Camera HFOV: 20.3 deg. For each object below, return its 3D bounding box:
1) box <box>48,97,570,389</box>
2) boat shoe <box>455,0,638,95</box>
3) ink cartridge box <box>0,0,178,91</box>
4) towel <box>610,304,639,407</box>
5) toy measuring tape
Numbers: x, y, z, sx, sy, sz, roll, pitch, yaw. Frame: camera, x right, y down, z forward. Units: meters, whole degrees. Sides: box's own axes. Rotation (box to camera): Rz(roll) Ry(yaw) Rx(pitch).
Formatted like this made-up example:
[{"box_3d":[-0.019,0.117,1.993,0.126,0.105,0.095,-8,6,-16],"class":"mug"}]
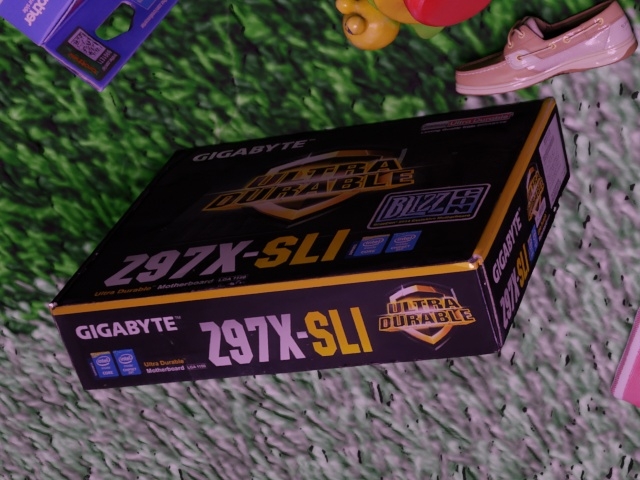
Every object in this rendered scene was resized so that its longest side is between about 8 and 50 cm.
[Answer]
[{"box_3d":[0.000,0.000,1.297,0.322,0.257,0.079,-6,118,23],"class":"box"},{"box_3d":[0.158,-0.141,1.287,0.135,0.050,0.045,-15,111,15],"class":"boat shoe"},{"box_3d":[-0.235,-0.254,1.267,0.311,0.186,0.065,40,122,-8],"class":"ink cartridge box"},{"box_3d":[0.335,0.097,1.381,0.197,0.029,0.144,21,124,9],"class":"towel"},{"box_3d":[0.109,-0.244,1.193,0.121,0.121,0.330,39,125,-7],"class":"toy measuring tape"}]
